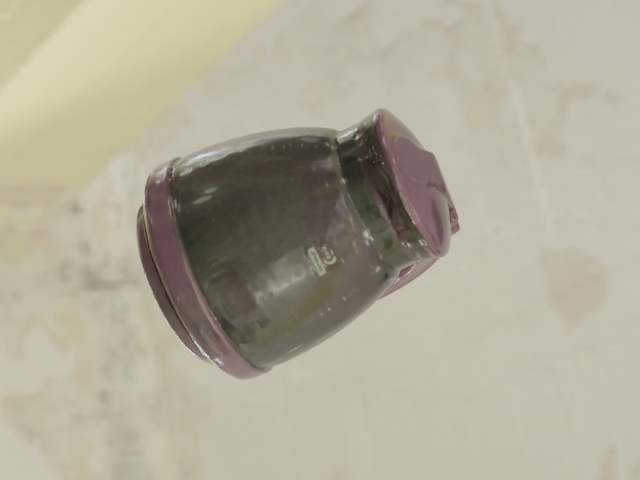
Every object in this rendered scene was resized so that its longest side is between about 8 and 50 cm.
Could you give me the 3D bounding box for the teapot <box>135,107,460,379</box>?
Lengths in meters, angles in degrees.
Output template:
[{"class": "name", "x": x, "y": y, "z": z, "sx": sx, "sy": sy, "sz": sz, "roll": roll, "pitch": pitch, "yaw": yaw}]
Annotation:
[{"class": "teapot", "x": 0.000, "y": 0.005, "z": 0.973, "sx": 0.146, "sy": 0.148, "sz": 0.116, "roll": -23, "pitch": -143, "yaw": 14}]
